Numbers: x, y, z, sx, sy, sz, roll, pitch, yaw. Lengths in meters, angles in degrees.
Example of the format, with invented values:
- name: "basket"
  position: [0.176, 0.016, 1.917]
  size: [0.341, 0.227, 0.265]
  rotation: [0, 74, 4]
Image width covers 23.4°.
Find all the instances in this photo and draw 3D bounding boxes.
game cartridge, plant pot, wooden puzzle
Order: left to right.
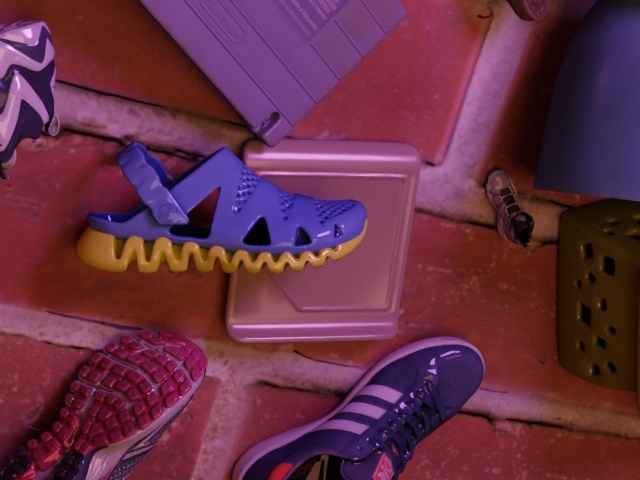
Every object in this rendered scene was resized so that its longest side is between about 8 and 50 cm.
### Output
- name: "game cartridge"
  position: [-0.072, -0.283, 1.613]
  size: [0.230, 0.068, 0.355]
  rotation: [-48, 134, -6]
- name: "wooden puzzle"
  position: [0.000, 0.000, 1.801]
  size: [0.221, 0.044, 0.238]
  rotation: [0, 104, -23]
- name: "plant pot"
  position: [0.404, -0.162, 1.785]
  size: [0.293, 0.293, 0.235]
  rotation: [4, 94, -25]
- name: "plant pot"
  position: [0.443, 0.078, 1.925]
  size: [0.228, 0.207, 0.227]
  rotation: [-11, 114, -18]

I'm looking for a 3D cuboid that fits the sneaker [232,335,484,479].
- name: "sneaker"
  position: [0.070, 0.250, 1.859]
  size: [0.350, 0.148, 0.131]
  rotation: [-34, 119, -9]

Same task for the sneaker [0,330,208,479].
- name: "sneaker"
  position: [-0.247, 0.223, 1.745]
  size: [0.299, 0.121, 0.112]
  rotation: [-43, 149, -5]

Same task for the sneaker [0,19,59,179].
- name: "sneaker"
  position: [-0.371, -0.123, 1.558]
  size: [0.235, 0.094, 0.153]
  rotation: [-21, 108, -26]

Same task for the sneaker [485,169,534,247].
- name: "sneaker"
  position: [0.237, -0.036, 1.870]
  size: [0.038, 0.069, 0.098]
  rotation: [-28, 118, -12]

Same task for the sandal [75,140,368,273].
- name: "sandal"
  position: [-0.105, -0.036, 1.670]
  size: [0.317, 0.126, 0.138]
  rotation: [1, 99, -9]

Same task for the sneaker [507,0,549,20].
- name: "sneaker"
  position: [0.195, -0.338, 1.735]
  size: [0.064, 0.086, 0.192]
  rotation: [-40, 121, -39]
